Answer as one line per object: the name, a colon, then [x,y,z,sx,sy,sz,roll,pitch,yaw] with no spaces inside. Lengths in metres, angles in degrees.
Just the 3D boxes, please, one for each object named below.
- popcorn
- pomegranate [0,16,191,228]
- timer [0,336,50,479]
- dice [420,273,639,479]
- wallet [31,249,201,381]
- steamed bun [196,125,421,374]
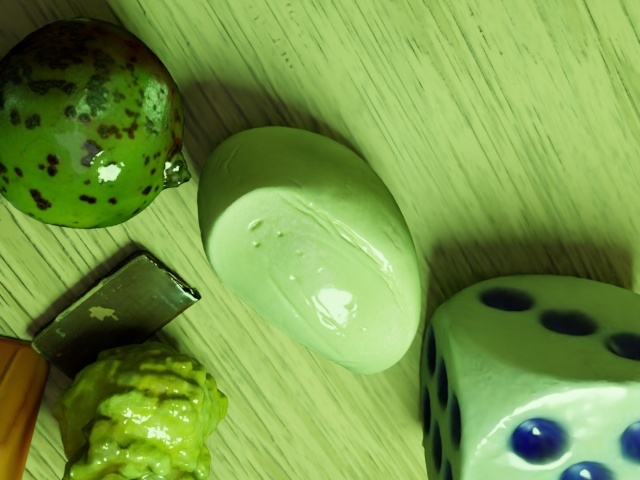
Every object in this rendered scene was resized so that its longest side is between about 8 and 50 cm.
popcorn: [-0.193,0.205,1.106,0.197,0.156,0.198,-14,130,-17]
pomegranate: [-0.235,-0.117,0.960,0.198,0.246,0.198,-27,134,-32]
timer: [-0.458,0.227,1.134,0.257,0.161,0.250,15,128,-11]
dice: [0.245,0.185,1.081,0.251,0.259,0.243,1,114,-4]
wallet: [-0.227,0.085,1.124,0.176,0.026,0.095,-38,118,15]
steamed bun: [0.000,0.000,1.004,0.250,0.200,0.155,36,107,-22]
